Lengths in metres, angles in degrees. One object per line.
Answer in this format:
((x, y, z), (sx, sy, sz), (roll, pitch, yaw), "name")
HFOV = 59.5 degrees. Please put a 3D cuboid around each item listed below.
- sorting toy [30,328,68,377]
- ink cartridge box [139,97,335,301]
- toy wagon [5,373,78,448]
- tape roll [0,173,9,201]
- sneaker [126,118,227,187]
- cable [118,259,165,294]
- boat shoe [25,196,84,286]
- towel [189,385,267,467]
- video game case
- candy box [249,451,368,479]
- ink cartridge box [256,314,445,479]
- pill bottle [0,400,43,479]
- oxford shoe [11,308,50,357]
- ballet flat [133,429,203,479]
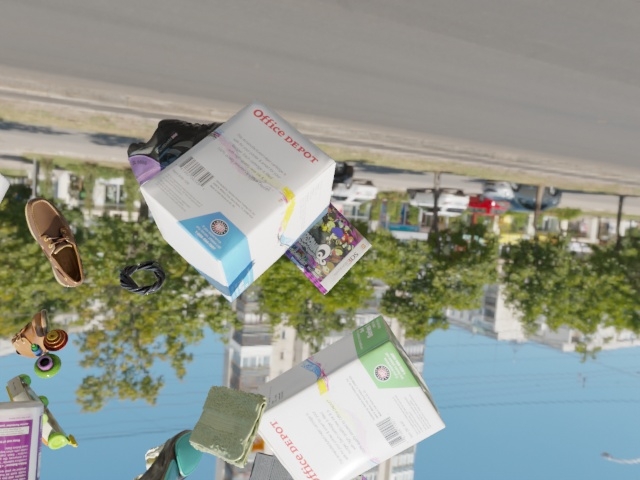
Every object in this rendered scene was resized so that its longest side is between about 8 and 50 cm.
((-0.548, 0.220, 1.121), (0.061, 0.102, 0.042), (7, 147, -3), "sorting toy")
((-0.138, -0.072, 1.015), (0.198, 0.270, 0.197), (41, 159, 15), "ink cartridge box")
((-0.965, 0.621, 1.950), (0.068, 0.344, 0.267), (-34, -144, -23), "toy wagon")
((-0.634, -0.106, 0.842), (0.286, 0.100, 0.286), (18, 166, 5), "tape roll")
((-0.269, -0.206, 1.134), (0.283, 0.124, 0.107), (-25, -178, 10), "sneaker")
((-0.603, 0.122, 1.889), (0.151, 0.047, 0.184), (-1, -150, -21), "cable")
((-0.478, 0.003, 1.024), (0.064, 0.177, 0.060), (-29, -162, -34), "boat shoe")
((-0.146, 0.284, 0.875), (0.148, 0.110, 0.027), (-3, 150, 46), "towel")
((0.000, 0.000, 1.578), (0.210, 0.232, 0.042), (-44, 180, -31), "video game case")
((-0.015, 0.517, 1.184), (0.234, 0.071, 0.159), (7, 152, 17), "candy box")
((0.047, 0.299, 1.007), (0.278, 0.201, 0.117), (-31, -166, 6), "ink cartridge box")
((-0.813, 0.573, 1.441), (0.169, 0.301, 0.169), (-2, 168, 0), "pill bottle")
((-0.624, 0.211, 1.211), (0.076, 0.076, 0.212), (1, 149, -31), "oxford shoe")
((-0.322, 0.464, 1.146), (0.096, 0.095, 0.280), (-10, -179, 4), "ballet flat")
